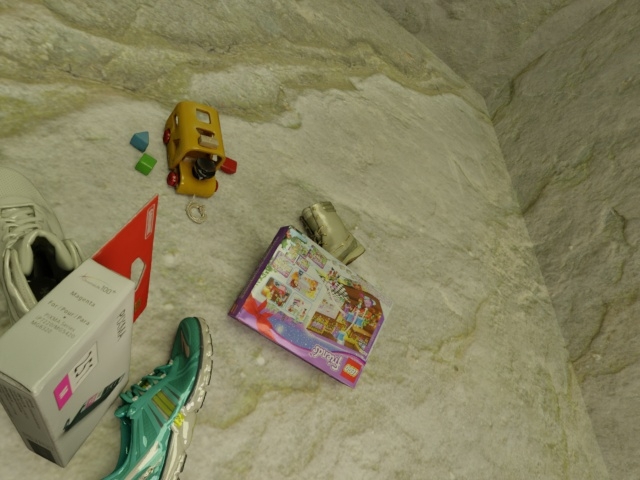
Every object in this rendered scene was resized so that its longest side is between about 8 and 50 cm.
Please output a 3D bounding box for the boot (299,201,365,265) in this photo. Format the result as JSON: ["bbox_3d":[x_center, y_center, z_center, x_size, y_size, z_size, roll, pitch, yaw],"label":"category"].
[{"bbox_3d":[0.000,0.000,0.958,0.213,0.077,0.165,-29,85,-49],"label":"boot"}]

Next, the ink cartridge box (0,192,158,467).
[{"bbox_3d":[-0.253,0.113,0.497,0.060,0.275,0.239,29,46,-1],"label":"ink cartridge box"}]

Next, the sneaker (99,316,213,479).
[{"bbox_3d":[-0.226,0.228,0.586,0.109,0.107,0.276,25,50,-19],"label":"sneaker"}]

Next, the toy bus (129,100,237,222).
[{"bbox_3d":[-0.240,-0.173,0.815,0.202,0.104,0.191,44,43,-13],"label":"toy bus"}]

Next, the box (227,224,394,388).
[{"bbox_3d":[-0.007,0.134,0.824,0.293,0.057,0.201,37,70,-21],"label":"box"}]

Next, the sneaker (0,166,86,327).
[{"bbox_3d":[-0.370,0.000,0.538,0.108,0.169,0.293,-17,76,-45],"label":"sneaker"}]
